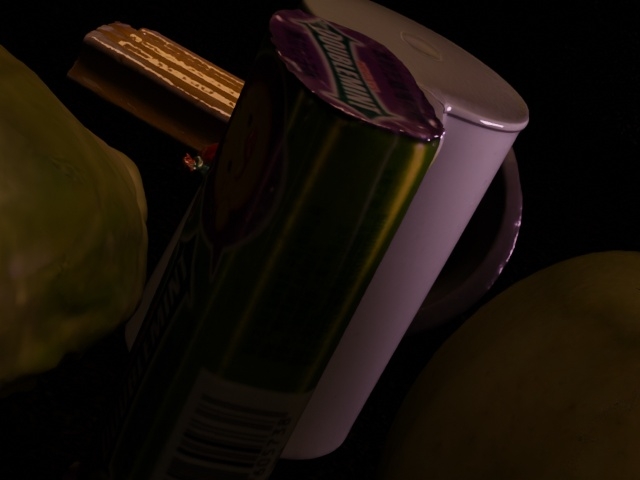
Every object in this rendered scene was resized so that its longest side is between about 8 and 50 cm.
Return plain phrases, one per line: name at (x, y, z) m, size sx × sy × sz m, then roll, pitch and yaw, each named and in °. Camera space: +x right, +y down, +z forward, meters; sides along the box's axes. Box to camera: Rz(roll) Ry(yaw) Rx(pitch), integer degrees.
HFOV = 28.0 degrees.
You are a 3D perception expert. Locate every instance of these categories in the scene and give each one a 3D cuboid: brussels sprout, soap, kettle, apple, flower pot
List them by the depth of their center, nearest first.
brussels sprout at (-0.265, -0.008, 0.741) m, size 0.344 × 0.268 × 0.344 m, roll 35°, pitch 6°, yaw -4°
apple at (0.204, 0.180, 0.814) m, size 0.357 × 0.357 × 0.357 m, roll 25°, pitch 21°, yaw -11°
kettle at (-0.010, -0.010, 0.971) m, size 0.205 × 0.318 × 0.265 m, roll 39°, pitch 22°, yaw 21°
flower pot at (0.068, -0.031, 1.277) m, size 0.269 × 0.269 × 0.166 m, roll 34°, pitch -2°, yaw 12°
soap at (-0.160, -0.169, 1.479) m, size 0.232 × 0.073 × 0.140 m, roll 29°, pitch 20°, yaw 1°

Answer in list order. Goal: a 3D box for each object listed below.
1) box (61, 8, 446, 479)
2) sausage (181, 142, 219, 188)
box at (-0.052, 0.048, 0.746) m, size 0.097 × 0.346 × 0.134 m, roll 13°, pitch 29°, yaw -25°
sausage at (-0.034, -0.059, 1.383) m, size 0.264 × 0.083 × 0.083 m, roll 12°, pitch 27°, yaw -35°
